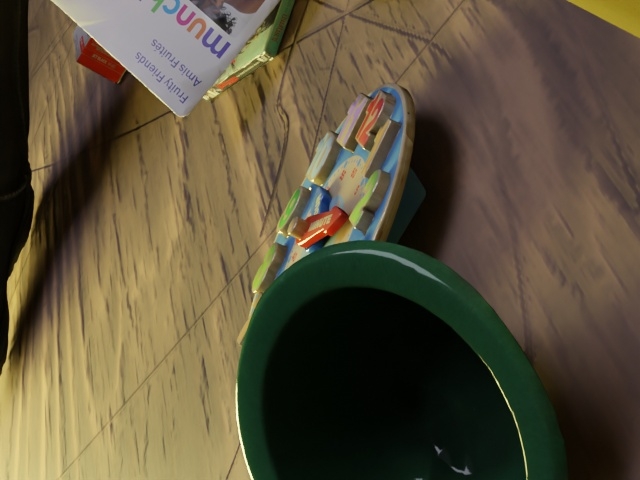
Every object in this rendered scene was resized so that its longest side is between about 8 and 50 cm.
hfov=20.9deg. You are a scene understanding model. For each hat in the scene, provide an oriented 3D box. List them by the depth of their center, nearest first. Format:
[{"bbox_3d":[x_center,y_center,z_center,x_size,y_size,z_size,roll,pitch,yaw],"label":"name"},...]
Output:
[{"bbox_3d":[0.077,0.067,0.819,0.208,0.184,0.173,49,126,23],"label":"hat"}]

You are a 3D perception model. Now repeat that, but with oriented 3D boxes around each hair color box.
[{"bbox_3d":[-0.187,-0.252,1.751,0.167,0.053,0.093,-55,22,15],"label":"hair color box"}]

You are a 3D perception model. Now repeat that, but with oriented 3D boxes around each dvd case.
[{"bbox_3d":[-0.056,-0.168,1.409,0.119,0.013,0.087,-25,42,59],"label":"dvd case"}]

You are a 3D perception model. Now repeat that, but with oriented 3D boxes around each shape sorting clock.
[{"bbox_3d":[0.000,0.000,1.028,0.206,0.040,0.206,-54,17,25],"label":"shape sorting clock"}]

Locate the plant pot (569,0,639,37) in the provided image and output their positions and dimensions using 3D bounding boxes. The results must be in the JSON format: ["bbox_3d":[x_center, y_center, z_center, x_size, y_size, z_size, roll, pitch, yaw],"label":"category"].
[{"bbox_3d":[0.169,-0.160,0.653,0.212,0.212,0.187,-65,9,-5],"label":"plant pot"}]

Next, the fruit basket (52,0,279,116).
[{"bbox_3d":[-0.112,-0.329,1.329,0.353,0.327,0.165,-48,-19,5],"label":"fruit basket"}]

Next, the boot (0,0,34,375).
[{"bbox_3d":[-0.334,-0.111,1.555,0.367,0.146,0.445,-90,9,-50],"label":"boot"}]
